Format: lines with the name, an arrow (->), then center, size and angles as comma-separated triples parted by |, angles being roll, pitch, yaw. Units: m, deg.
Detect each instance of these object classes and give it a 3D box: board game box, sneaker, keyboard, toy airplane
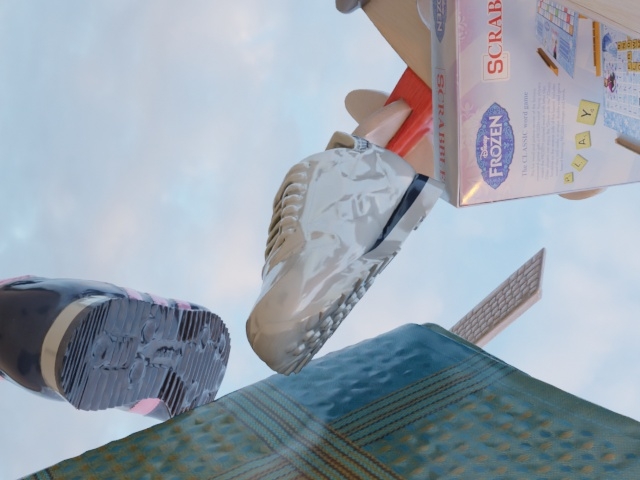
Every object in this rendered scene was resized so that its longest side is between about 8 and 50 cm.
board game box -> 0.265, -0.209, 0.887 | 0.066, 0.318, 0.319 | -135, -140, -68
sneaker -> -0.177, 0.086, 0.762 | 0.131, 0.319, 0.112 | 15, -102, 18
keyboard -> 0.151, 0.102, 0.953 | 0.256, 0.014, 0.072 | -49, -164, 39
sneaker -> 0.000, 0.000, 0.598 | 0.095, 0.235, 0.090 | 39, -56, 2
toy airplane -> 0.164, -0.241, 1.087 | 0.386, 0.272, 0.384 | 2, -97, 23

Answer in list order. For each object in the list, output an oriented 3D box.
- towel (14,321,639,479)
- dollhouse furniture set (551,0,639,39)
towel -> -0.022, 0.151, 0.492 | 0.271, 0.370, 0.040 | 23, -51, 59
dollhouse furniture set -> 0.170, -0.320, 0.499 | 0.303, 0.173, 0.356 | -24, -124, 59
